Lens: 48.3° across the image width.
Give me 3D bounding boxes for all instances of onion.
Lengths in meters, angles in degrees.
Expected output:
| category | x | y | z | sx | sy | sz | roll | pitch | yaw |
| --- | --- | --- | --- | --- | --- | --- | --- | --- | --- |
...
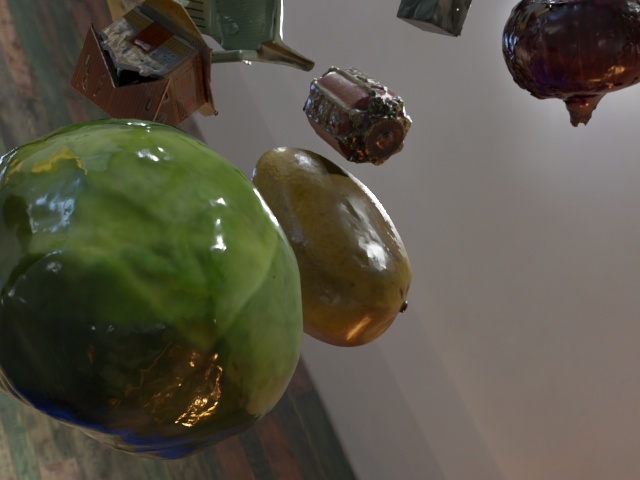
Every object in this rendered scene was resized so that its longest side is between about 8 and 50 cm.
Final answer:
| category | x | y | z | sx | sy | sz | roll | pitch | yaw |
| --- | --- | --- | --- | --- | --- | --- | --- | --- | --- |
| onion | 0.395 | -0.284 | 1.085 | 0.252 | 0.252 | 0.219 | 24 | -59 | 45 |

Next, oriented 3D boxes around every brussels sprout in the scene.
| category | x | y | z | sx | sy | sz | roll | pitch | yaw |
| --- | --- | --- | --- | --- | --- | --- | --- | --- | --- |
| brussels sprout | -0.149 | 0.031 | 0.499 | 0.271 | 0.219 | 0.210 | -1 | -125 | 24 |

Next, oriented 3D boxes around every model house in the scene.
| category | x | y | z | sx | sy | sz | roll | pitch | yaw |
| --- | --- | --- | --- | --- | --- | --- | --- | --- | --- |
| model house | -0.267 | -0.240 | 0.985 | 0.219 | 0.136 | 0.207 | 36 | -26 | 15 |

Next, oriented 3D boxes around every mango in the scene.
| category | x | y | z | sx | sy | sz | roll | pitch | yaw |
| --- | --- | --- | --- | --- | --- | --- | --- | --- | --- |
| mango | 0.000 | 0.000 | 1.420 | 0.445 | 0.301 | 0.221 | 56 | -33 | 21 |

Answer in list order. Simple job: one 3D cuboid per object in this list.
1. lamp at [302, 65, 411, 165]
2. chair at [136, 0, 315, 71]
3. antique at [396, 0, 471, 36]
| category | x | y | z | sx | sy | sz | roll | pitch | yaw |
| --- | --- | --- | --- | --- | --- | --- | --- | --- | --- |
| lamp | 0.075 | -0.269 | 1.528 | 0.274 | 0.176 | 0.177 | 49 | -51 | 51 |
| chair | -0.153 | -0.387 | 1.202 | 0.190 | 0.274 | 0.204 | 0 | -86 | 25 |
| antique | 0.213 | -0.454 | 1.222 | 0.088 | 0.086 | 0.183 | 28 | -76 | 45 |
